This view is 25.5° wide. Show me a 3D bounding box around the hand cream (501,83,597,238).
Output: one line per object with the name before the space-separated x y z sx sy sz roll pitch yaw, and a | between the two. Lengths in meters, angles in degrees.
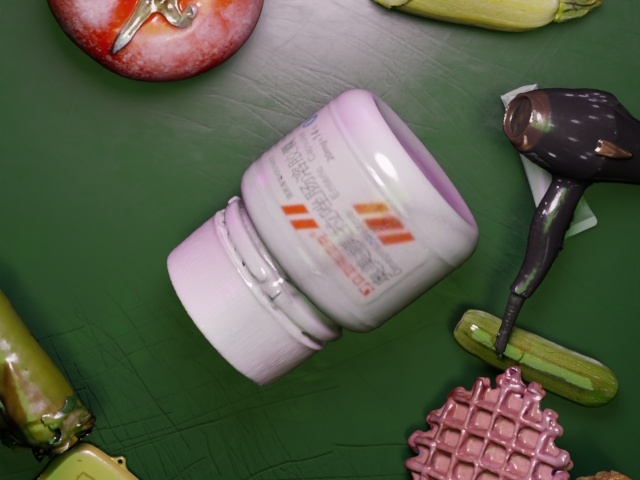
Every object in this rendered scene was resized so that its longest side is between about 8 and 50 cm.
hand cream | 0.289 -0.099 1.815 0.078 0.050 0.205 -25 101 -11

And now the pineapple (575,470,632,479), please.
pineapple | 0.287 0.439 1.813 0.362 0.202 0.202 -28 97 13

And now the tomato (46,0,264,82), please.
tomato | -0.199 -0.328 1.680 0.270 0.227 0.270 -5 121 -9

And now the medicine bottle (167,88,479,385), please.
medicine bottle | 0.000 0.000 1.714 0.325 0.256 0.256 -36 96 11

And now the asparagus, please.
asparagus | -0.433 0.111 1.785 0.108 0.128 0.382 -37 96 -34

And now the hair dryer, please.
hair dryer | 0.317 -0.009 1.780 0.304 0.120 0.359 16 102 -31

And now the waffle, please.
waffle | 0.210 0.285 1.795 0.234 0.055 0.221 -33 62 26

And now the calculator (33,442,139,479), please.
calculator | -0.333 0.377 1.858 0.157 0.033 0.236 38 92 -4

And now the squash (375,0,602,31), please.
squash | 0.208 -0.310 1.751 0.287 0.137 0.137 20 95 -6

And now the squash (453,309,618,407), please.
squash | 0.281 0.156 1.835 0.229 0.066 0.066 25 95 -3
